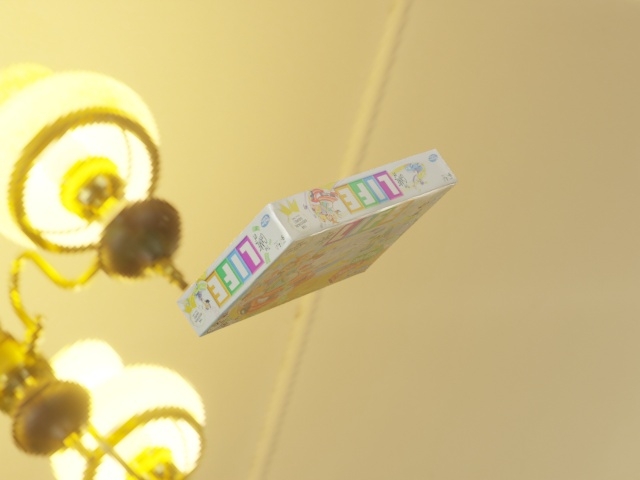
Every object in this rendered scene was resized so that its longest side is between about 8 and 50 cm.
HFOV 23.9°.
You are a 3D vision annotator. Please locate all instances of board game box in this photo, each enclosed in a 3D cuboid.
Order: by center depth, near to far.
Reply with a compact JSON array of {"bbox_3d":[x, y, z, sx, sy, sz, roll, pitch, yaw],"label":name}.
[{"bbox_3d":[0.000,0.000,0.887,0.154,0.026,0.103,-20,-19,-47],"label":"board game box"}]
